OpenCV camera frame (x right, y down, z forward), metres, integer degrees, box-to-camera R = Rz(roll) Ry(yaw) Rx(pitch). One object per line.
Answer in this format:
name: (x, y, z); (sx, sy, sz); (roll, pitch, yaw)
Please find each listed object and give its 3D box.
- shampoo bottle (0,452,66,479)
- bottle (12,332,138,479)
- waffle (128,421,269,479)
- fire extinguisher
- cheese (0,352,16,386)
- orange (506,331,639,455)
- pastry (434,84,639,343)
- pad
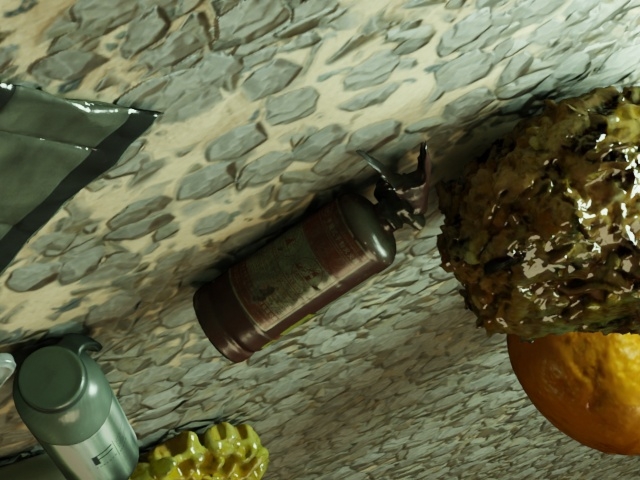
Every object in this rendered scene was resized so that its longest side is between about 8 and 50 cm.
shampoo bottle: (-0.368, 0.275, 1.649); (0.284, 0.071, 0.153); (-11, 152, -37)
bottle: (-0.211, 0.153, 1.553); (0.096, 0.080, 0.253); (-61, 166, -18)
waffle: (-0.172, 0.274, 1.892); (0.249, 0.056, 0.253); (-23, 160, -9)
fire extinguisher: (0.004, 0.007, 1.458); (0.252, 0.075, 0.106); (-33, 157, 17)
cheese: (-0.325, 0.179, 1.482); (0.249, 0.070, 0.163); (-37, 152, 13)
orange: (0.320, 0.092, 1.800); (0.261, 0.261, 0.261); (-23, 158, -10)
pastry: (0.233, -0.010, 1.521); (0.275, 0.192, 0.275); (-21, 159, -9)
pad: (-0.234, -0.026, 1.191); (0.233, 0.022, 0.174); (-39, 155, 27)
